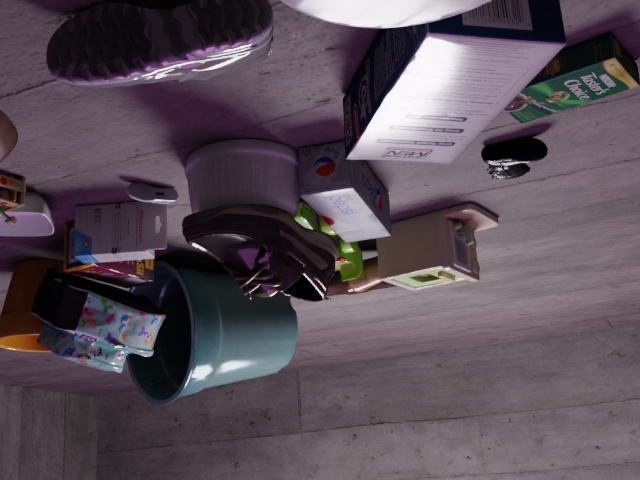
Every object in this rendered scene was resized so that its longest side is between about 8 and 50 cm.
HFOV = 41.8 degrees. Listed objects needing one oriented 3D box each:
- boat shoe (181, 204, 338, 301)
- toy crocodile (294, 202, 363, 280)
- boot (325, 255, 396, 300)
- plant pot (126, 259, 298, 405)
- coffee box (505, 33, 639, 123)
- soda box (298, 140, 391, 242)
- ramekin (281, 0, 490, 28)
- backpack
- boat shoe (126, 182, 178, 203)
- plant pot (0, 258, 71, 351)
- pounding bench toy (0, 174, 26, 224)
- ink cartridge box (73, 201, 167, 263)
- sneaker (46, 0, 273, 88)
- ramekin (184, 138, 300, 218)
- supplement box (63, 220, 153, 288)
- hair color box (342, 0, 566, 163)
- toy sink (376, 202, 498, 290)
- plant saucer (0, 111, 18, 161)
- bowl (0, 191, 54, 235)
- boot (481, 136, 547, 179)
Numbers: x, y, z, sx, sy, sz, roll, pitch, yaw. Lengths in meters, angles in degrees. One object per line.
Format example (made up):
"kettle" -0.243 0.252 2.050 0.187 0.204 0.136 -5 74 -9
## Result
"boat shoe" -0.085 0.031 1.426 0.132 0.130 0.355 -17 158 37
"toy crocodile" 0.000 0.000 1.744 0.115 0.105 0.340 -9 161 18
"boot" 0.090 0.085 2.008 0.207 0.090 0.248 -13 176 27
"plant pot" -0.260 0.217 2.070 0.334 0.341 0.341 0 164 -40
"coffee box" 0.348 -0.227 1.201 0.184 0.040 0.113 -15 159 33
"soda box" 0.049 -0.082 1.520 0.098 0.091 0.286 -8 162 15
"ramekin" 0.066 -0.314 0.741 0.273 0.127 0.273 -3 163 -1
"backpack" -0.473 0.179 1.811 0.254 0.191 0.225 16 177 -38
"boat shoe" -0.314 -0.083 1.547 0.100 0.035 0.035 2 160 -37
"plant pot" -0.651 0.150 1.959 0.205 0.187 0.205 -2 162 -1
"pounding bench toy" -0.555 -0.073 1.452 0.052 0.083 0.065 -15 159 34
"ink cartridge box" -0.380 -0.016 1.626 0.180 0.104 0.060 -4 162 2
"sneaker" -0.189 -0.222 1.017 0.282 0.105 0.115 -5 162 5
"ramekin" -0.131 -0.085 1.450 0.207 0.109 0.207 -3 162 -1
"supplement box" -0.440 0.028 1.753 0.081 0.104 0.188 -13 160 27
"hair color box" 0.154 -0.216 1.096 0.174 0.105 0.347 2 161 -14
"toy sink" 0.261 0.023 1.821 0.234 0.131 0.153 -15 159 32
"plant saucer" -0.620 -0.151 1.259 0.311 0.050 0.310 -4 162 -1
"bowl" -0.573 -0.052 1.566 0.142 0.053 0.142 0 161 -10
"boot" 0.345 -0.140 1.470 0.121 0.045 0.099 -4 161 27
